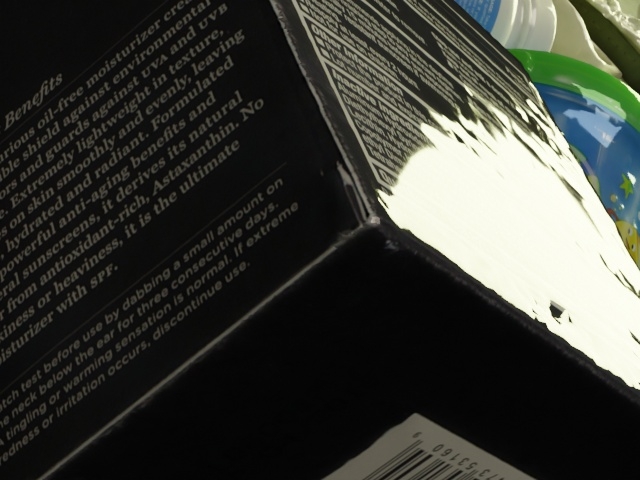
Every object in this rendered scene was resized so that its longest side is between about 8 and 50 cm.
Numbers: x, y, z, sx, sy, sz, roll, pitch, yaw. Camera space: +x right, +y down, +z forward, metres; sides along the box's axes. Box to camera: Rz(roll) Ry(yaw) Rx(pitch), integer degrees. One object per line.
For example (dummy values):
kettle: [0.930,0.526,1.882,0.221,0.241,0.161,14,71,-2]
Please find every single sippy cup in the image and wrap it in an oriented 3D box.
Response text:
sippy cup: [0.134,0.019,1.117,0.240,0.305,0.224,69,28,-44]

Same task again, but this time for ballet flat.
ballet flat: [0.282,-0.147,1.520,0.409,0.147,0.147,46,32,0]

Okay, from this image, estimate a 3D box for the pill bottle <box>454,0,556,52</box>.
pill bottle: [0.072,-0.187,1.183,0.221,0.124,0.124,17,47,-34]

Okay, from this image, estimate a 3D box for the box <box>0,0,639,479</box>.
box: [0.000,0.000,0.663,0.296,0.182,0.294,34,26,-43]
